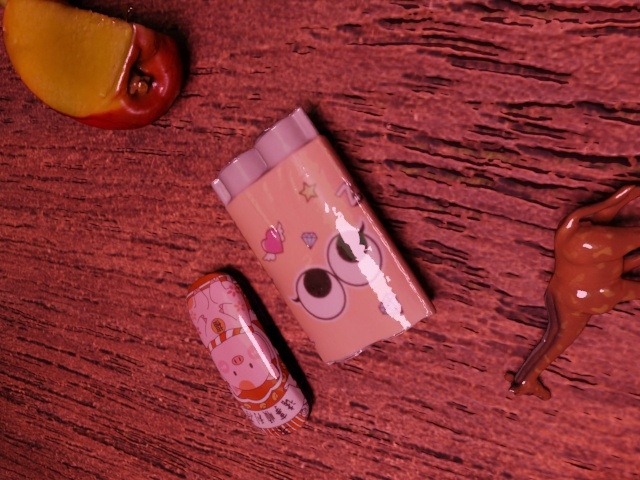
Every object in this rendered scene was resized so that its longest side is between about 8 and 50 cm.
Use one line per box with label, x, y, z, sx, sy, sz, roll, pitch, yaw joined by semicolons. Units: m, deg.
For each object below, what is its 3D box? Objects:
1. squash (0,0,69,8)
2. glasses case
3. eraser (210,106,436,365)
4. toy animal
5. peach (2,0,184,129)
squash;-0.453;-0.401;0.686;0.123;0.123;0.186;-40;84;27
glasses case;-0.108;0.168;0.691;0.103;0.067;0.266;-33;87;29
eraser;0.000;0.000;0.590;0.171;0.087;0.290;-33;88;26
toy animal;0.287;0.068;0.494;0.230;0.066;0.224;-25;110;18
peach;-0.314;-0.238;0.636;0.268;0.159;0.153;21;100;16
